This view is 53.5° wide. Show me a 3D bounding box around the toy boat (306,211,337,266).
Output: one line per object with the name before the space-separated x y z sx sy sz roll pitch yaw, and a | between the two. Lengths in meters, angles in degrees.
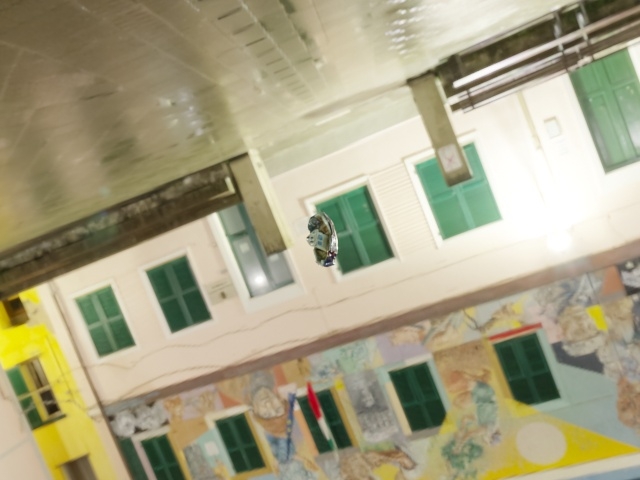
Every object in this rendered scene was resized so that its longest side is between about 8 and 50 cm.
toy boat | 0.000 0.000 0.769 0.038 0.083 0.038 -7 141 -6
